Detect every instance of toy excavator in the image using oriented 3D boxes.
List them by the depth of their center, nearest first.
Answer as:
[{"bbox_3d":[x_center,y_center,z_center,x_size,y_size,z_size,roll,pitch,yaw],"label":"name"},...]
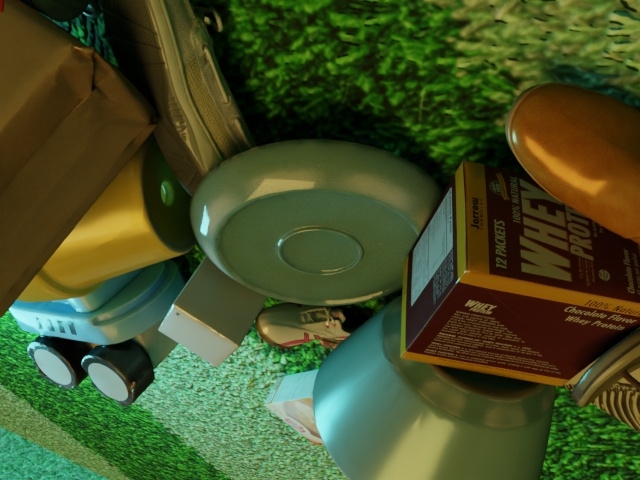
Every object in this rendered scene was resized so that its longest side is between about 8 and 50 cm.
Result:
[{"bbox_3d":[-0.445,0.010,1.186,0.433,0.222,0.445,3,124,33],"label":"toy excavator"}]

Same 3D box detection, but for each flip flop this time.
[{"bbox_3d":[0.378,0.108,0.686,0.277,0.080,0.112,-21,156,10],"label":"flip flop"}]

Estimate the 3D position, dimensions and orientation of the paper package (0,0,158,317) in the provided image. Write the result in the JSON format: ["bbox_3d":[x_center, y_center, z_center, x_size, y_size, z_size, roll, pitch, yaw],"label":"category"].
[{"bbox_3d":[-0.400,-0.121,0.774,0.325,0.309,0.168,35,174,25],"label":"paper package"}]

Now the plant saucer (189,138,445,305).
[{"bbox_3d":[0.000,0.000,0.856,0.318,0.043,0.317,2,145,1],"label":"plant saucer"}]

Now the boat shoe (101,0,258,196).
[{"bbox_3d":[-0.145,-0.181,0.798,0.118,0.103,0.320,25,145,42],"label":"boat shoe"}]

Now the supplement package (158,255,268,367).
[{"bbox_3d":[-0.132,0.069,1.017,0.105,0.179,0.105,35,145,-7],"label":"supplement package"}]

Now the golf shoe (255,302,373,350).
[{"bbox_3d":[-0.008,0.114,1.041,0.186,0.067,0.086,7,144,-39],"label":"golf shoe"}]

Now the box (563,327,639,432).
[{"bbox_3d":[0.425,0.179,0.833,0.275,0.094,0.113,31,144,-1],"label":"box"}]

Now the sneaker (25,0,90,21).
[{"bbox_3d":[-0.292,-0.358,0.665,0.161,0.102,0.282,40,138,11],"label":"sneaker"}]

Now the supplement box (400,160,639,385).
[{"bbox_3d":[0.204,0.042,0.742,0.191,0.129,0.194,11,146,-7],"label":"supplement box"}]

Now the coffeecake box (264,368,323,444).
[{"bbox_3d":[0.008,0.308,1.319,0.142,0.068,0.185,42,144,-19],"label":"coffeecake box"}]

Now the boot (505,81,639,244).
[{"bbox_3d":[0.302,-0.027,0.561,0.295,0.104,0.211,29,-170,-14],"label":"boot"}]

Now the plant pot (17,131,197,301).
[{"bbox_3d":[-0.295,-0.052,0.945,0.239,0.254,0.254,-6,134,19],"label":"plant pot"}]

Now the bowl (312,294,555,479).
[{"bbox_3d":[0.159,0.176,0.884,0.312,0.311,0.163,25,126,7],"label":"bowl"}]

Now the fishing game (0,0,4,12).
[{"bbox_3d":[-0.331,-0.346,0.632,0.264,0.041,0.189,60,142,18],"label":"fishing game"}]

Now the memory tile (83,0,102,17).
[{"bbox_3d":[-0.261,-0.296,0.793,0.148,0.012,0.113,11,142,24],"label":"memory tile"}]
